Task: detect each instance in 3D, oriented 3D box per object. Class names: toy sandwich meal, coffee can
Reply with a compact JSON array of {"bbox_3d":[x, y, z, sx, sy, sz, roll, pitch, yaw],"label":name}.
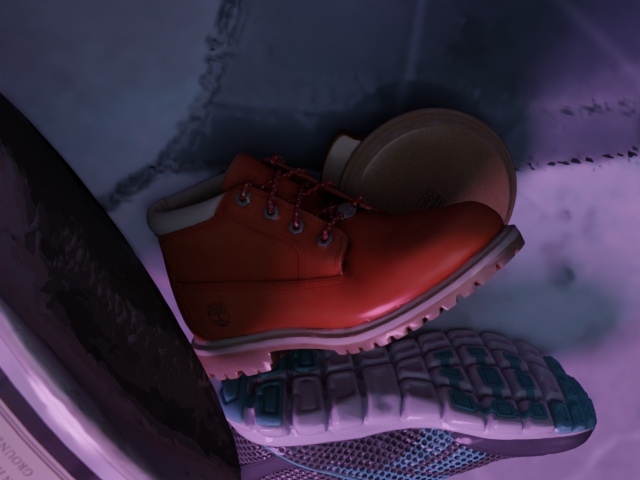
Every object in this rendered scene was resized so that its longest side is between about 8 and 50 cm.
[{"bbox_3d":[0.040,-0.021,0.615,0.086,0.029,0.085,-4,112,-11],"label":"toy sandwich meal"},{"bbox_3d":[-0.196,0.088,0.526,0.275,0.201,0.201,-34,112,5],"label":"coffee can"}]

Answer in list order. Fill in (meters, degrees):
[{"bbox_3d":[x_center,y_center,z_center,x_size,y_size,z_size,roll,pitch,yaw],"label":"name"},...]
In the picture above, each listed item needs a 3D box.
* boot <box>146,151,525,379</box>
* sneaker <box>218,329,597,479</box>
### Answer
[{"bbox_3d":[0.000,0.000,0.574,0.158,0.059,0.084,-16,105,31],"label":"boot"},{"bbox_3d":[0.037,0.085,0.646,0.167,0.065,0.076,1,127,-6],"label":"sneaker"}]
